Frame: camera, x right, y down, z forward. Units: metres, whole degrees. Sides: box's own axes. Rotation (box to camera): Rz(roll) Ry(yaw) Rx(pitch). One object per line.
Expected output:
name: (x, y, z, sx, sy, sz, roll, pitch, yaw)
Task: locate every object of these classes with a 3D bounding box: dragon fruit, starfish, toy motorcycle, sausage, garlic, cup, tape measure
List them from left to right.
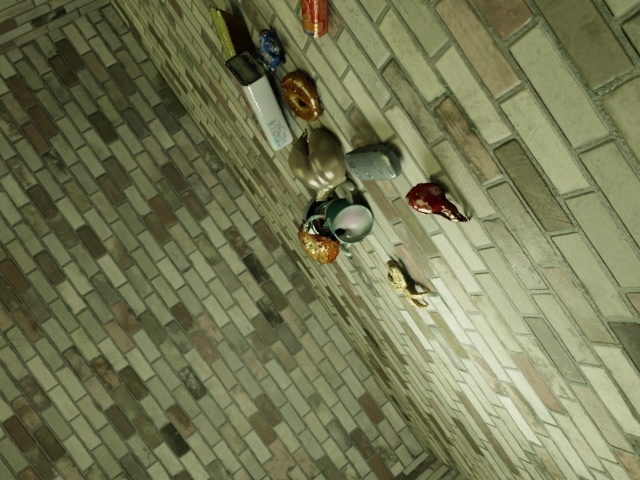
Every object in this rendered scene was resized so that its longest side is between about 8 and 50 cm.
toy motorcycle: (-0.176, -0.653, 1.682, 0.114, 0.076, 0.205, 64, 167, 0)
sausage: (-0.016, -0.639, 1.227, 0.074, 0.074, 0.274, 48, 163, 21)
garlic: (-0.007, -0.294, 1.821, 0.291, 0.210, 0.237, 63, -165, -6)
tape measure: (0.014, -0.101, 2.081, 0.182, 0.180, 0.107, 19, -174, -37)
cup: (0.093, -0.091, 1.908, 0.173, 0.168, 0.299, -134, 41, -59)
starfish: (0.338, 0.179, 1.931, 0.238, 0.071, 0.216, 51, 171, -10)
dragon fruit: (0.326, -0.106, 1.352, 0.191, 0.094, 0.094, 23, 153, 22)

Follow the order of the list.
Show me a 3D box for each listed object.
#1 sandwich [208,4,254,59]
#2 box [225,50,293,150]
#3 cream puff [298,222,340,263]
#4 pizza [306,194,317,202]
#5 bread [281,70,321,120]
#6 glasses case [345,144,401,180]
sandwich: (-0.322, -0.760, 1.842, 0.094, 0.096, 0.258, 34, 155, 39)
box: (-0.230, -0.538, 1.911, 0.190, 0.112, 0.369, 52, 173, 32)
cream puff: (0.001, 0.001, 2.376, 0.240, 0.164, 0.240, 33, 148, 24)
pizza: (0.002, -0.138, 2.248, 0.226, 0.069, 0.147, 46, 165, 27)
bread: (-0.064, -0.497, 1.696, 0.193, 0.064, 0.193, 42, 160, 19)
glasses case: (0.162, -0.242, 1.546, 0.109, 0.067, 0.282, 57, 166, -18)
